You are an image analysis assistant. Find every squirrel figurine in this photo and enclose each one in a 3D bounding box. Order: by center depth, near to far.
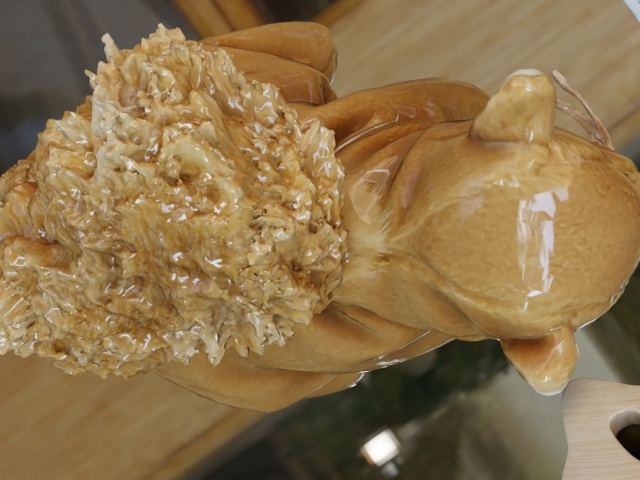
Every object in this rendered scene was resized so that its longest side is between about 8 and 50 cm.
[{"bbox_3d":[0.000,0.000,1.122,0.397,0.281,0.370,-4,-172,-41],"label":"squirrel figurine"}]

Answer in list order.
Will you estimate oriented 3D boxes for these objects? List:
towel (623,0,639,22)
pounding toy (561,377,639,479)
[{"bbox_3d":[0.106,-0.119,0.409,0.113,0.023,0.152,41,78,-40],"label":"towel"},{"bbox_3d":[0.252,0.097,0.972,0.269,0.155,0.154,0,-139,33],"label":"pounding toy"}]
